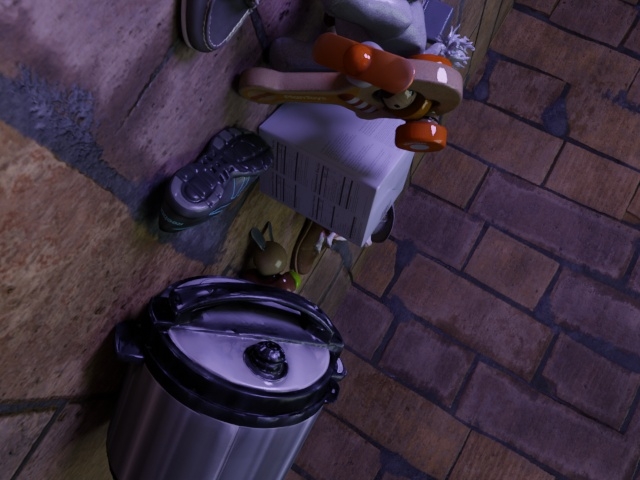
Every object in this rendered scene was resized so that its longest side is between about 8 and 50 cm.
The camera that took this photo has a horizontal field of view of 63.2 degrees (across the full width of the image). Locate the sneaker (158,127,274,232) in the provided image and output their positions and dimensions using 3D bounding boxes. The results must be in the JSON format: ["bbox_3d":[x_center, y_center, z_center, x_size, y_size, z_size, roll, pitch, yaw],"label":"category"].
[{"bbox_3d":[-0.176,-0.104,0.866,0.106,0.101,0.267,-44,-178,42],"label":"sneaker"}]

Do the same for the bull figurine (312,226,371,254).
[{"bbox_3d":[0.037,-0.077,1.406,0.188,0.101,0.310,-51,128,-32],"label":"bull figurine"}]

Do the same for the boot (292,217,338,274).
[{"bbox_3d":[0.000,0.000,1.596,0.112,0.115,0.305,-43,159,-56],"label":"boot"}]

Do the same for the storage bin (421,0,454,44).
[{"bbox_3d":[0.340,-0.657,1.571,0.135,0.091,0.098,-63,166,11],"label":"storage bin"}]

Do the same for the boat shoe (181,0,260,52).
[{"bbox_3d":[-0.071,-0.384,0.635,0.335,0.095,0.112,-64,166,12],"label":"boat shoe"}]

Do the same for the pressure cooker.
[{"bbox_3d":[-0.168,0.264,0.973,0.370,0.375,0.421,-25,143,-62],"label":"pressure cooker"}]

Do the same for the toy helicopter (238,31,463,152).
[{"bbox_3d":[0.036,-0.235,0.797,0.235,0.354,0.140,15,81,-77],"label":"toy helicopter"}]

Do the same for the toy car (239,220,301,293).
[{"bbox_3d":[-0.138,0.054,1.267,0.155,0.148,0.189,-37,123,-67],"label":"toy car"}]

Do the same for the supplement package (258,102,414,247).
[{"bbox_3d":[0.034,-0.165,1.082,0.199,0.262,0.198,-52,164,-31],"label":"supplement package"}]

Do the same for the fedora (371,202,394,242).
[{"bbox_3d":[0.111,-0.098,1.626,0.124,0.244,0.276,-23,147,-31],"label":"fedora"}]

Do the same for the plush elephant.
[{"bbox_3d":[0.095,-0.424,0.846,0.272,0.329,0.256,151,-62,-69],"label":"plush elephant"}]
